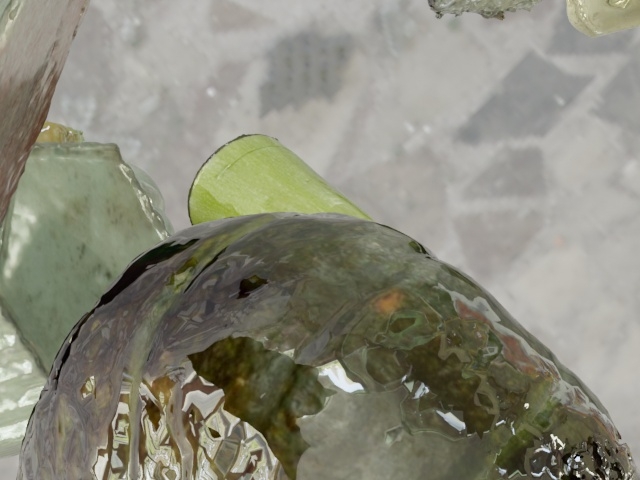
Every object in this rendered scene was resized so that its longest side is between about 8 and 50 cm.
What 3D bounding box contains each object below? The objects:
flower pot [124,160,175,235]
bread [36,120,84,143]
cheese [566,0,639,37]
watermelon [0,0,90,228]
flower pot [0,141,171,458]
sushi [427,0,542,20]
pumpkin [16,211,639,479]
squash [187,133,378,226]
[{"bbox_3d":[-0.281,0.010,1.987,0.246,0.195,0.246,-5,106,-18],"label":"flower pot"},{"bbox_3d":[-0.305,-0.054,1.498,0.196,0.102,0.138,16,87,3],"label":"bread"},{"bbox_3d":[0.290,-0.215,1.464,0.194,0.043,0.065,-15,96,-15],"label":"cheese"},{"bbox_3d":[-0.165,-0.055,0.506,0.256,0.260,0.176,-49,160,-27],"label":"watermelon"},{"bbox_3d":[-0.230,0.050,1.317,0.189,0.209,0.239,-17,112,32],"label":"flower pot"},{"bbox_3d":[0.157,-0.256,1.645,0.150,0.078,0.090,-8,156,-33],"label":"sushi"},{"bbox_3d":[0.004,0.138,0.796,0.192,0.320,0.320,-39,146,-44],"label":"pumpkin"},{"bbox_3d":[0.000,0.000,1.222,0.094,0.224,0.094,-15,118,-30],"label":"squash"}]
